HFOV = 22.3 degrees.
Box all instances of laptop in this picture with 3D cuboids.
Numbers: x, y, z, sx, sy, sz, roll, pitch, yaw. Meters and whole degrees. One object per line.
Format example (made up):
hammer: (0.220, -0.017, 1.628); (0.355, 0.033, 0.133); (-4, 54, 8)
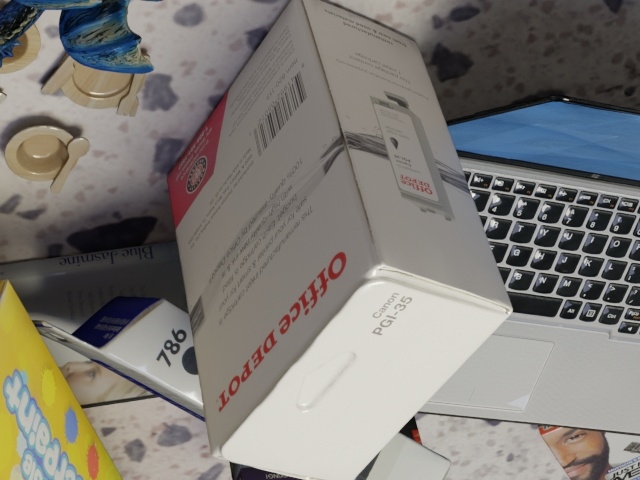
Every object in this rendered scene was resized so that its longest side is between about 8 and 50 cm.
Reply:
laptop: (0.229, 0.043, 1.279); (0.382, 0.236, 0.408); (9, 119, -22)

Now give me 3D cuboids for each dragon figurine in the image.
dragon figurine: (-0.135, -0.158, 1.009); (0.144, 0.289, 0.085); (-58, 138, -15)

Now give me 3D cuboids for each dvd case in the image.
dvd case: (-0.169, 0.075, 1.371); (0.253, 0.022, 0.180); (-8, 136, -7)

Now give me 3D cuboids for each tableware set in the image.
tableware set: (-0.215, -0.106, 1.173); (0.169, 0.020, 0.141); (20, 127, -32)

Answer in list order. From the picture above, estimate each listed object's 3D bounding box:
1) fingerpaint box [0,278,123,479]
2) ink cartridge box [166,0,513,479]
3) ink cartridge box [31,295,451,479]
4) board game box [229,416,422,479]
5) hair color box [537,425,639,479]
fingerpaint box: (-0.358, 0.221, 1.290); (0.371, 0.163, 0.445); (-2, 141, 14)
ink cartridge box: (0.000, 0.000, 1.147); (0.117, 0.283, 0.207); (18, 128, -30)
ink cartridge box: (-0.073, 0.116, 1.269); (0.333, 0.165, 0.065); (30, 80, -17)
board game box: (0.004, 0.186, 1.445); (0.170, 0.141, 0.048); (-2, 136, -14)
hair color box: (0.278, 0.196, 1.594); (0.093, 0.053, 0.167); (-26, 134, 12)
